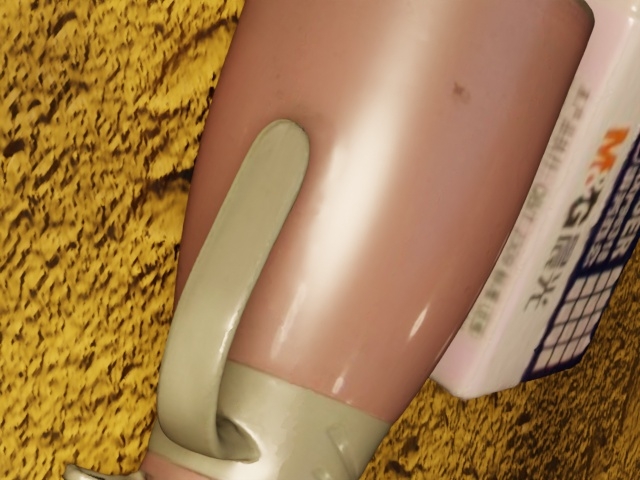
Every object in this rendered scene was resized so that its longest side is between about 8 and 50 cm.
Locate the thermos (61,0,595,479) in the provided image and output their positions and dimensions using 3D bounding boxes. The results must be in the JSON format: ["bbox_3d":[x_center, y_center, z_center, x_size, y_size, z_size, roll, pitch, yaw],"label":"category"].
[{"bbox_3d":[0.000,0.000,0.819,0.265,0.146,0.176,-69,157,-7],"label":"thermos"}]

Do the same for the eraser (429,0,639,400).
[{"bbox_3d":[0.131,-0.065,1.002,0.130,0.086,0.287,-14,132,-55],"label":"eraser"}]
